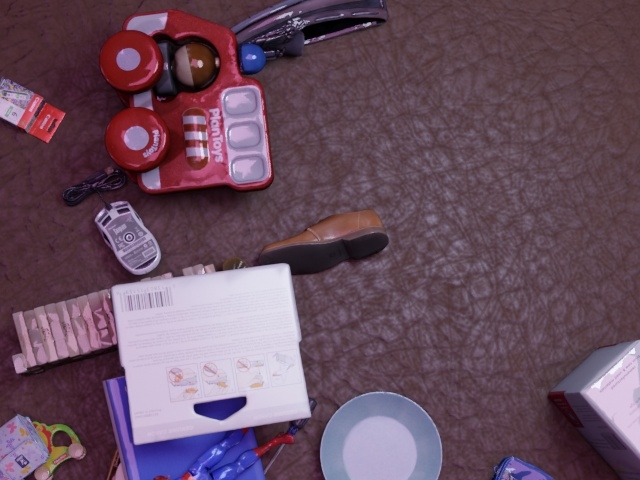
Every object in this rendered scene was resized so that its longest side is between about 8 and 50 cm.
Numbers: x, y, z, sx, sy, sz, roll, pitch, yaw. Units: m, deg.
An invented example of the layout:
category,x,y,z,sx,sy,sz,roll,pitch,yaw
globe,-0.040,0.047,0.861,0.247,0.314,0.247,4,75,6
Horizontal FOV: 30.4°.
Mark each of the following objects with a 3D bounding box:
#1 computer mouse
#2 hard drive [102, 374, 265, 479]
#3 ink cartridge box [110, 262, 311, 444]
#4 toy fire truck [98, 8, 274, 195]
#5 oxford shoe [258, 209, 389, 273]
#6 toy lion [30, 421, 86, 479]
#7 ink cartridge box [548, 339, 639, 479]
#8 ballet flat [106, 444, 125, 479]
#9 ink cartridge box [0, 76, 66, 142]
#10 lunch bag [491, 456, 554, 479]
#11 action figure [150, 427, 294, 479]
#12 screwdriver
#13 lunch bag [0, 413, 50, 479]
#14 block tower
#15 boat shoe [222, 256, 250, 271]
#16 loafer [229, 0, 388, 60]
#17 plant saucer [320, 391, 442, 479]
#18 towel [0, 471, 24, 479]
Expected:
category,x,y,z,sx,sy,sz,roll,pitch,yaw
computer mouse,-0.327,-0.024,1.907,0.106,0.042,0.193,-31,78,-13
hard drive,-0.195,0.345,1.809,0.210,0.040,0.319,-12,85,-25
ink cartridge box,-0.165,0.170,1.779,0.275,0.060,0.239,-7,80,-13
toy fire truck,-0.207,-0.217,1.871,0.253,0.169,0.302,-6,82,0
oxford shoe,0.000,0.000,1.920,0.212,0.076,0.076,-13,51,-4
toy lion,-0.431,0.322,1.845,0.100,0.034,0.096,-34,76,-9
ink cartridge box,0.515,0.309,1.812,0.131,0.226,0.306,-42,86,-8
ballet flat,-0.314,0.411,1.813,0.080,0.073,0.232,10,80,-3
ink cartridge box,-0.484,-0.214,1.933,0.115,0.029,0.063,27,79,1
lunch bag,0.317,0.384,1.866,0.098,0.065,0.067,26,79,0
action figure,-0.158,0.342,1.732,0.280,0.139,0.091,-33,93,-23
screwdriver,-0.058,0.323,1.879,0.024,0.025,0.170,34,88,2
lunch bag,-0.462,0.320,1.805,0.071,0.053,0.083,-36,73,-1
block tower,-0.318,0.123,1.855,0.335,0.091,0.097,-17,81,-7
boat shoe,-0.107,0.085,1.899,0.050,0.045,0.135,-35,80,-17
loafer,-0.026,-0.353,1.954,0.302,0.109,0.095,-27,87,-11
plant saucer,0.095,0.339,1.872,0.195,0.037,0.195,1,79,-4
towel,-0.591,0.376,1.821,0.209,0.034,0.285,-40,85,-10
